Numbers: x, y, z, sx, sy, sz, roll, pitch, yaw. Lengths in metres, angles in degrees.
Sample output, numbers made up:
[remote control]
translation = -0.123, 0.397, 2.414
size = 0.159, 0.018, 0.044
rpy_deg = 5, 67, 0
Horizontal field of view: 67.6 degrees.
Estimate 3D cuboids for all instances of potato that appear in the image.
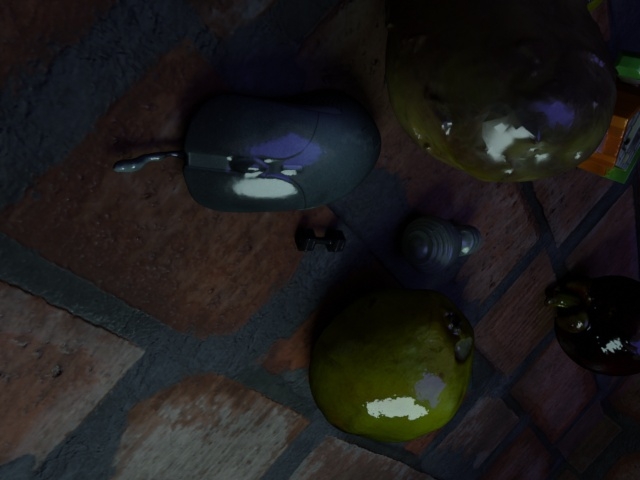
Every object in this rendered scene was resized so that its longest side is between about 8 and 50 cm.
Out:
[potato]
translation = 0.186, -0.194, 0.554
size = 0.237, 0.289, 0.301
rpy_deg = -60, 157, -50

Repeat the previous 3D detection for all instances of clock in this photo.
[clock]
translation = 0.601, -0.247, 0.977
size = 0.255, 0.106, 0.220
rpy_deg = 0, 116, -49

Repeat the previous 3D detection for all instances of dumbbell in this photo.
[dumbbell]
translation = 0.000, 0.000, 0.761
size = 0.083, 0.040, 0.036
rpy_deg = 2, 146, -37

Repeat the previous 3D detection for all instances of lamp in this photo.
[lamp]
translation = 0.230, 0.006, 0.900
size = 0.193, 0.106, 0.106
rpy_deg = -4, 119, -46

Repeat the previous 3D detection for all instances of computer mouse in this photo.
[computer mouse]
translation = -0.063, -0.104, 0.619
size = 0.379, 0.090, 0.167
rpy_deg = -12, 122, -29

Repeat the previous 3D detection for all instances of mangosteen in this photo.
[mangosteen]
translation = 0.797, 0.220, 1.329
size = 0.297, 0.297, 0.293
rpy_deg = -26, 91, -22

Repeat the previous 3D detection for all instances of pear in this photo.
[pear]
translation = 0.122, 0.220, 0.847
size = 0.269, 0.269, 0.321
rpy_deg = 6, 131, -39

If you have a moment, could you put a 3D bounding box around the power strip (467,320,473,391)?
[power strip]
translation = 0.280, 0.243, 1.072
size = 0.070, 0.105, 0.256
rpy_deg = -30, 130, -19

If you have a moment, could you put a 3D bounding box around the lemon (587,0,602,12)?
[lemon]
translation = 0.311, -0.375, 0.661
size = 0.248, 0.184, 0.184
rpy_deg = -16, 125, -24
